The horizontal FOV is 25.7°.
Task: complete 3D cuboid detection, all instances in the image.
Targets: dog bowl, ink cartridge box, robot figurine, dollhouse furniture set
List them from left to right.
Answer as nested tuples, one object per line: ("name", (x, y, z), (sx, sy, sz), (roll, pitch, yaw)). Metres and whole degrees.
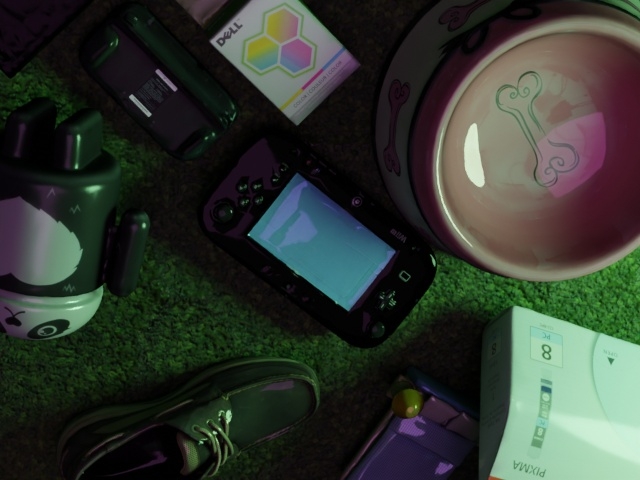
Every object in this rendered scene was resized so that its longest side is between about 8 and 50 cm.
("robot figurine", (-0.325, -0.020, 1.635), (0.174, 0.209, 0.278), (-7, 117, -42))
("ink cartridge box", (-0.064, -0.248, 1.658), (0.109, 0.062, 0.209), (-43, 114, 8))
("dollhouse furniture set", (0.157, 0.374, 1.892), (0.303, 0.198, 0.286), (32, 102, -22))
("dog bowl", (0.276, -0.130, 1.734), (0.408, 0.150, 0.408), (-4, 113, -10))
("ink cartridge box", (0.357, 0.301, 1.823), (0.308, 0.385, 0.091), (18, 144, -19))

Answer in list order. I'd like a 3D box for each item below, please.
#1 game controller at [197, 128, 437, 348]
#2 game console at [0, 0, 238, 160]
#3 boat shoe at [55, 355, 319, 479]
("game controller", (0.000, 0.000, 1.774), (0.319, 0.067, 0.166), (38, 100, -24))
("game console", (-0.253, -0.229, 1.638), (0.213, 0.044, 0.361), (-41, 114, 8))
("boat shoe", (-0.163, 0.259, 1.812), (0.355, 0.130, 0.132), (-20, 115, -3))
